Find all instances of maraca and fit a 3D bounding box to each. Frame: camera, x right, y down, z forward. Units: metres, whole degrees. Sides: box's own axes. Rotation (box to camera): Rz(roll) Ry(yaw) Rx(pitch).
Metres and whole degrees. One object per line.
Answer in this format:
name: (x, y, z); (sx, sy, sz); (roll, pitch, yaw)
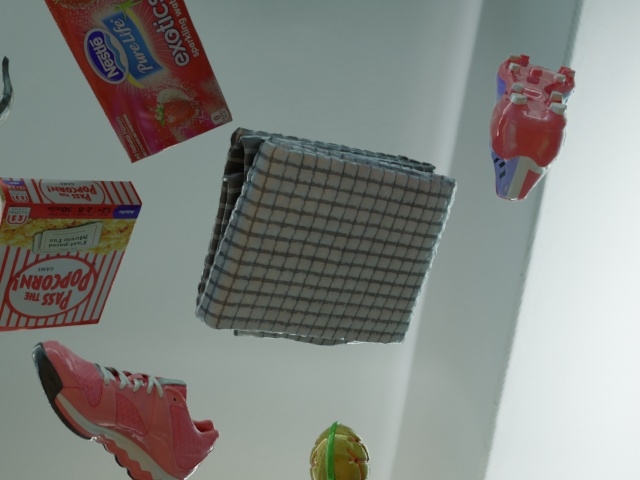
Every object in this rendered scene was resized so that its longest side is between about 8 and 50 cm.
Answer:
maraca: (0.030, 0.381, 1.234); (0.099, 0.185, 0.127); (-12, -55, 15)

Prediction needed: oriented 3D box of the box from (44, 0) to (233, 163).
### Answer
box: (-0.205, -0.229, 0.808); (0.128, 0.122, 0.257); (-25, -50, -6)

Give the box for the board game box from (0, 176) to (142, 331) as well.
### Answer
board game box: (-0.298, 0.019, 0.846); (0.147, 0.045, 0.193); (-2, -46, -38)

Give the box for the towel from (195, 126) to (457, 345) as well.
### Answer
towel: (0.000, 0.000, 0.895); (0.284, 0.121, 0.235); (7, -69, -31)

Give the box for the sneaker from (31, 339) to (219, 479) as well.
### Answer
sneaker: (-0.257, 0.218, 1.037); (0.136, 0.116, 0.314); (-42, -57, -8)

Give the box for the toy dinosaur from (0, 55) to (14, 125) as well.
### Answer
toy dinosaur: (-0.398, -0.089, 0.856); (0.064, 0.268, 0.118); (11, -47, 5)

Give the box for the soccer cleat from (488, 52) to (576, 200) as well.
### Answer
soccer cleat: (0.204, -0.121, 0.755); (0.083, 0.248, 0.095); (18, -63, 8)
